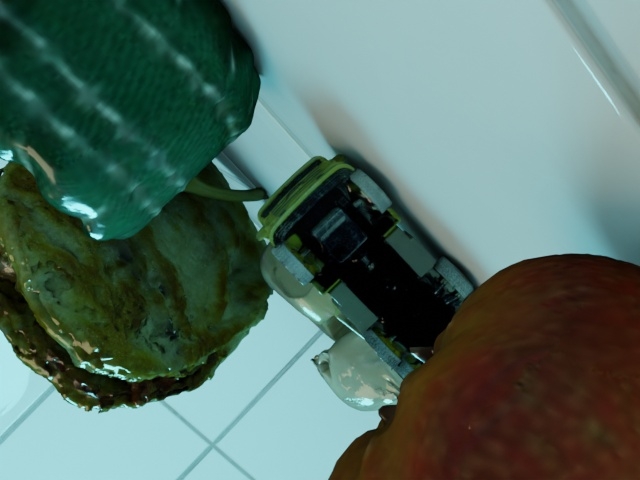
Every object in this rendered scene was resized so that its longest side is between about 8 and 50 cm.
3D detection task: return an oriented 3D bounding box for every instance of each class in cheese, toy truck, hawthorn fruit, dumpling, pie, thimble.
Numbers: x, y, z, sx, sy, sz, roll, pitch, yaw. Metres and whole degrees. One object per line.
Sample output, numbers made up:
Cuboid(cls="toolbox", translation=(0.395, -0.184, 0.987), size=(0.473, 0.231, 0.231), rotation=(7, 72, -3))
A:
Cuboid(cls="cheese", translation=(0.017, 0.086, 1.354), size=(0.163, 0.082, 0.286), rotation=(42, 177, 35))
Cuboid(cls="toy truck", translation=(0.039, 0.022, 0.713), size=(0.191, 0.085, 0.116), rotation=(44, 180, -22))
Cuboid(cls="hawthorn fruit", translation=(0.117, 0.118, 0.371), size=(0.225, 0.196, 0.196), rotation=(33, 172, 14))
Cuboid(cls="dumpling", translation=(0.084, 0.162, 1.257), size=(0.136, 0.118, 0.199), rotation=(-3, -167, -38))
Cuboid(cls="pie", translation=(-0.239, 0.006, 1.279), size=(0.395, 0.418, 0.180), rotation=(50, 131, 0))
Cuboid(cls="thimble", translation=(-0.185, -0.143, 0.658), size=(0.288, 0.167, 0.254), rotation=(45, 174, -21))

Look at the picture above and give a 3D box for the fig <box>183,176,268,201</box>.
Cuboid(cls="fig", translation=(-0.172, -0.091, 1.198), size=(0.245, 0.149, 0.149), rotation=(29, -175, -39))
